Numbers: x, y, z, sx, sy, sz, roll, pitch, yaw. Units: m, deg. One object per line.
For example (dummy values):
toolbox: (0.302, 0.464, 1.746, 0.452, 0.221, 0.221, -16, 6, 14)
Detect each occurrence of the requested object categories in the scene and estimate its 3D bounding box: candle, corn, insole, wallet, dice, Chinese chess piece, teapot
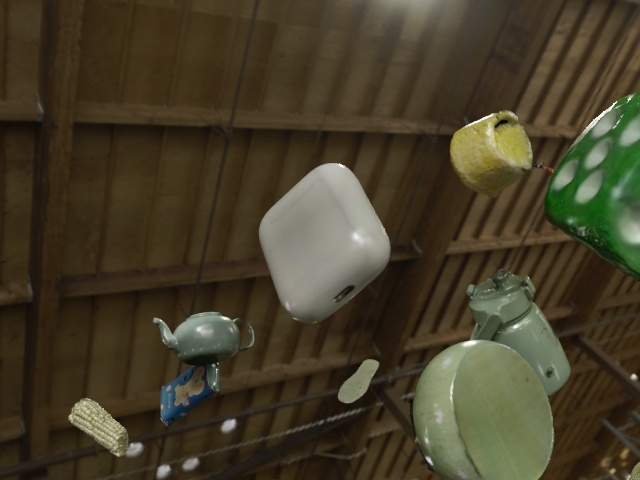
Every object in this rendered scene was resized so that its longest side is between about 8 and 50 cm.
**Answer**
candle: (0.596, -0.156, 1.621, 0.026, 0.167, 0.021, -51, -41, 7)
corn: (-0.610, 0.517, 1.829, 0.087, 0.211, 0.087, -46, -31, -38)
insole: (0.103, 0.369, 1.722, 0.192, 0.063, 0.010, -42, -37, -52)
wallet: (-0.381, 0.439, 1.928, 0.202, 0.141, 0.059, -37, -52, 16)
dice: (0.620, -0.077, 1.207, 0.297, 0.287, 0.300, 34, -76, -6)
Chinese chess piece: (0.372, 0.405, 1.502, 0.349, 0.349, 0.146, -3, -17, -35)
teapot: (-0.321, 0.273, 1.847, 0.294, 0.129, 0.193, 1, -23, -32)

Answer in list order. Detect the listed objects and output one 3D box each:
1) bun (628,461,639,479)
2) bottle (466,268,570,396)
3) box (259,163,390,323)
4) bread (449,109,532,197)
bun: (0.646, 0.514, 1.261, 0.188, 0.111, 0.164, -55, -15, -29)
bottle: (0.518, 0.249, 1.800, 0.229, 0.229, 0.352, -32, -75, -10)
box: (0.001, 0.001, 1.494, 0.288, 0.349, 0.141, -42, -48, 17)
bread: (0.406, -0.204, 1.564, 0.197, 0.197, 0.170, 3, -21, -38)
